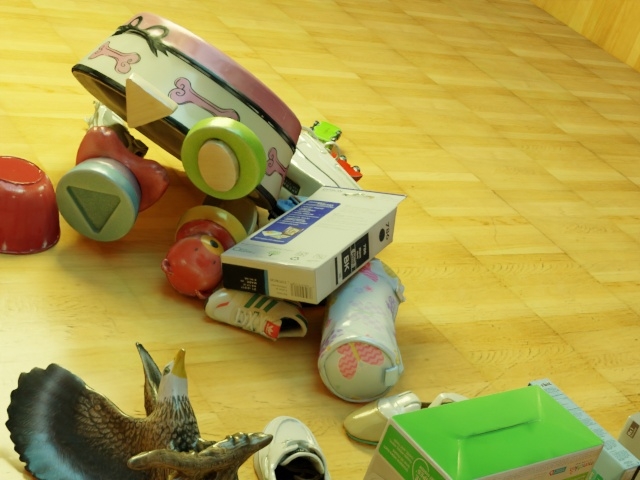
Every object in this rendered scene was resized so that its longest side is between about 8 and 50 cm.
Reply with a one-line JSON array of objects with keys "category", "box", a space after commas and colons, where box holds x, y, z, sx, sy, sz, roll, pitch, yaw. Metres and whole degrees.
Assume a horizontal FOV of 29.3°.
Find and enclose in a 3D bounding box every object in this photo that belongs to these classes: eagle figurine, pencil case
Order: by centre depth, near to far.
[{"category": "eagle figurine", "box": [-0.198, 0.231, 1.449, 0.298, 0.225, 0.226, 5, -36, 47]}, {"category": "pencil case", "box": [0.064, 0.130, 1.848, 0.124, 0.113, 0.273, 20, 26, -5]}]

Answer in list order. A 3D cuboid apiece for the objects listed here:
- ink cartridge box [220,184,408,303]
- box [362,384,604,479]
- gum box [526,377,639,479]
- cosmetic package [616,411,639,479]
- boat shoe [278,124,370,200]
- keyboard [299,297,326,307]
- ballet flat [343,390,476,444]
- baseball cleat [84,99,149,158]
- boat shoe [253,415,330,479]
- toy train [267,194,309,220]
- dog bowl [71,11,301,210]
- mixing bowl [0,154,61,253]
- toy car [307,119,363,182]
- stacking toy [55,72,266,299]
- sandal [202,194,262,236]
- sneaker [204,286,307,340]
[{"category": "ink cartridge box", "box": [0.000, 0.000, 1.909, 0.165, 0.065, 0.333, 8, 25, 28]}, {"category": "box", "box": [0.173, 0.313, 1.440, 0.262, 0.231, 0.127, -6, 36, -40]}, {"category": "gum box", "box": [0.324, 0.303, 1.644, 0.041, 0.157, 0.184, -4, 35, -38]}, {"category": "cosmetic package", "box": [0.528, 0.309, 1.807, 0.238, 0.127, 0.107, -13, 40, -45]}, {"category": "boat shoe", "box": [-0.031, -0.147, 2.289, 0.156, 0.136, 0.367, -11, 42, -46]}, {"category": "keyboard", "box": [-0.065, 0.069, 1.962, 0.192, 0.038, 0.100, -2, 33, -38]}, {"category": "ballet flat", "box": [0.143, 0.243, 1.730, 0.232, 0.073, 0.080, 5, 29, -27]}, {"category": "baseball cleat", "box": [-0.371, -0.188, 2.232, 0.109, 0.072, 0.206, 26, 24, -24]}, {"category": "boat shoe", "box": [-0.031, 0.289, 1.507, 0.096, 0.088, 0.267, 16, 27, -7]}, {"category": "toy train", "box": [-0.016, -0.011, 2.106, 0.105, 0.080, 0.184, 2, 31, -43]}, {"category": "dog bowl", "box": [-0.207, -0.223, 2.054, 0.408, 0.150, 0.408, 33, -6, 4]}, {"category": "mixing bowl", "box": [-0.478, -0.067, 1.875, 0.181, 0.098, 0.181, 15, 27, -8]}, {"category": "toy car", "box": [-0.011, -0.183, 2.464, 0.239, 0.053, 0.225, 24, 26, 7]}, {"category": "stacking toy", "box": [-0.241, -0.070, 1.839, 0.309, 0.279, 0.130, 28, 37, 0]}, {"category": "sandal", "box": [-0.127, -0.025, 2.056, 0.079, 0.088, 0.240, 38, 4, -28]}, {"category": "sneaker", "box": [-0.092, 0.113, 1.836, 0.161, 0.057, 0.075, 11, 22, -23]}]
